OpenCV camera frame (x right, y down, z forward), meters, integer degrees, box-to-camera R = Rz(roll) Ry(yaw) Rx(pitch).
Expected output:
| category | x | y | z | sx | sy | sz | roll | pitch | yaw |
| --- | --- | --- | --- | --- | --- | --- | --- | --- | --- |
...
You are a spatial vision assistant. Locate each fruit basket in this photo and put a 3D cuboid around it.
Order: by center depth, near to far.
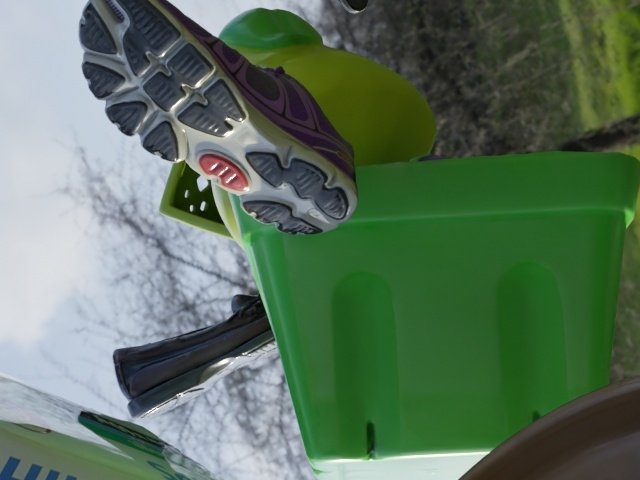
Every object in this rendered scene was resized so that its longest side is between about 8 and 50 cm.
| category | x | y | z | sx | sy | sz | roll | pitch | yaw |
| --- | --- | --- | --- | --- | --- | --- | --- | --- | --- |
| fruit basket | 0.052 | -0.007 | 0.751 | 0.392 | 0.283 | 0.392 | -3 | -90 | -89 |

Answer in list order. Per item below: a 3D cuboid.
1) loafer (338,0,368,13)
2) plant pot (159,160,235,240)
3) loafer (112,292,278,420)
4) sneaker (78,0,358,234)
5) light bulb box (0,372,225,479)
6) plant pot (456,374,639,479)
| category | x | y | z | sx | sy | sz | roll | pitch | yaw |
| --- | --- | --- | --- | --- | --- | --- | --- | --- | --- |
| loafer | 0.040 | -0.420 | 1.521 | 0.061 | 0.062 | 0.170 | 41 | 151 | 63 |
| plant pot | -0.077 | -0.092 | 1.580 | 0.207 | 0.228 | 0.227 | 33 | -103 | -65 |
| loafer | -0.107 | 0.107 | 1.218 | 0.095 | 0.303 | 0.109 | 61 | 176 | 12 |
| sneaker | -0.048 | -0.070 | 0.517 | 0.170 | 0.068 | 0.071 | 40 | -143 | -28 |
| light bulb box | -0.263 | 0.289 | 0.736 | 0.225 | 0.361 | 0.358 | 21 | 170 | 40 |
| plant pot | 0.122 | 0.167 | 0.397 | 0.109 | 0.237 | 0.237 | 49 | -164 | -10 |
